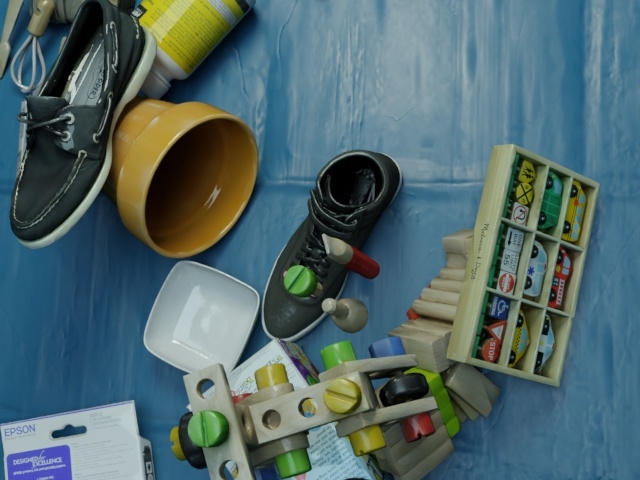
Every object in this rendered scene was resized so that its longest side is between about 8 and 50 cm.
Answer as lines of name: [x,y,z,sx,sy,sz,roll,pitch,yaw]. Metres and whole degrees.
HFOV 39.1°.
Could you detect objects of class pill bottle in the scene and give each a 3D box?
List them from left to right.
pill bottle: [-0.201,-0.304,1.275,0.119,0.119,0.208,43,90,15]

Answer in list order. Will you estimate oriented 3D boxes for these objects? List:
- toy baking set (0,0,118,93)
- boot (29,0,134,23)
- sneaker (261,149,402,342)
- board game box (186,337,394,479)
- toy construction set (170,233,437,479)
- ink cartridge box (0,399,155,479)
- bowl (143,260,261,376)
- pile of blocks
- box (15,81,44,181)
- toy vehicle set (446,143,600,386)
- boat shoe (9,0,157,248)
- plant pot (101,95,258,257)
toy baking set: [-0.403,-0.319,1.324,0.256,0.030,0.196,0,101,21]
boot: [-0.349,-0.433,1.346,0.161,0.083,0.246,14,88,15]
sneaker: [0.000,0.000,1.167,0.104,0.147,0.295,33,90,13]
board game box: [-0.017,0.278,1.125,0.144,0.142,0.275,-37,75,3]
toy construction set: [-0.021,0.144,0.938,0.257,0.237,0.308,3,77,24]
ink cartridge box: [-0.327,0.337,1.230,0.206,0.045,0.208,-11,80,10]
bowl: [-0.157,0.110,1.229,0.142,0.053,0.142,22,86,14]
pile of blocks: [0.156,0.132,1.141,0.113,0.149,0.362,8,59,56]
box: [-0.384,-0.148,1.268,0.038,0.186,0.145,7,78,-31]
toy vehicle set: [0.253,0.034,1.107,0.035,0.166,0.266,5,80,57]
boat shoe: [-0.311,-0.158,1.108,0.127,0.113,0.340,11,66,30]
plant pot: [-0.220,-0.108,1.218,0.188,0.205,0.205,30,88,31]
